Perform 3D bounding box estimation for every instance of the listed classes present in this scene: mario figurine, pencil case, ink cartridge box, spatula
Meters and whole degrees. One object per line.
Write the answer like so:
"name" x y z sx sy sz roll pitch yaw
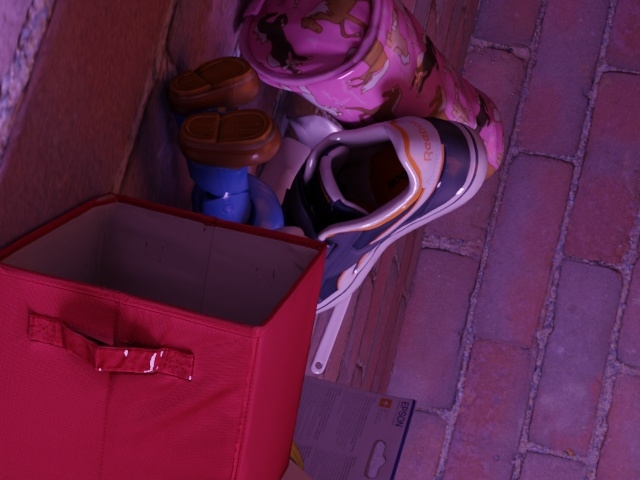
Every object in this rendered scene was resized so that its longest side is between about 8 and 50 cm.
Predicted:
"mario figurine" -0.051 -0.010 1.051 0.321 0.170 0.198 88 23 -44
"pencil case" 0.070 -0.167 1.233 0.386 0.160 0.167 30 45 -57
"ink cartridge box" -0.011 0.267 1.425 0.223 0.224 0.045 -65 163 -47
"spatula" -0.018 0.018 1.320 0.242 0.168 0.019 -68 -165 -9

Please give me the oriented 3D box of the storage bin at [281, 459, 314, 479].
"storage bin" -0.111 0.327 0.902 0.260 0.123 0.262 -18 138 -52

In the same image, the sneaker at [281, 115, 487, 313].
"sneaker" 0.013 -0.027 1.168 0.127 0.321 0.126 7 52 -46

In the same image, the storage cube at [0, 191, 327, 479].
"storage cube" -0.116 0.095 0.798 0.215 0.183 0.193 -51 153 -69

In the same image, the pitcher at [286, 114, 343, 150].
"pitcher" 0.021 -0.039 1.411 0.125 0.177 0.207 8 -92 60

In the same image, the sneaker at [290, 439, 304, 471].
"sneaker" -0.088 0.224 1.190 0.384 0.145 0.147 -6 109 -80
